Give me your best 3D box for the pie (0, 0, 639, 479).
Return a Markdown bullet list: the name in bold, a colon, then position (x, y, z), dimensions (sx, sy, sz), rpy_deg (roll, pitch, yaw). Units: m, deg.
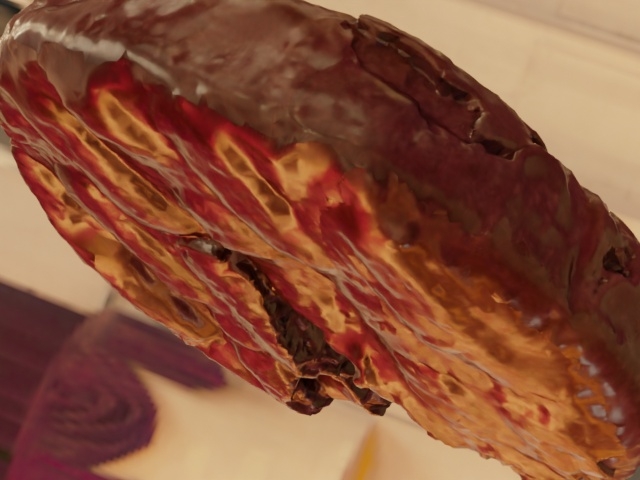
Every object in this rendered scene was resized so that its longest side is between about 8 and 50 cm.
- **pie**: position (0.000, 0.000, 0.492), dimensions (0.054, 0.218, 0.204), rpy_deg (-56, -40, -19)
